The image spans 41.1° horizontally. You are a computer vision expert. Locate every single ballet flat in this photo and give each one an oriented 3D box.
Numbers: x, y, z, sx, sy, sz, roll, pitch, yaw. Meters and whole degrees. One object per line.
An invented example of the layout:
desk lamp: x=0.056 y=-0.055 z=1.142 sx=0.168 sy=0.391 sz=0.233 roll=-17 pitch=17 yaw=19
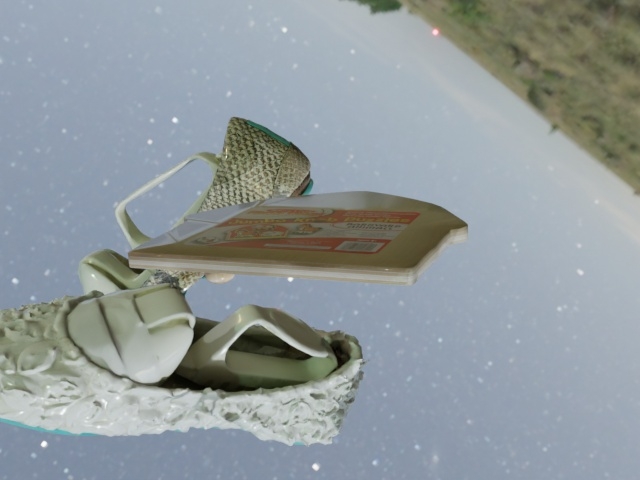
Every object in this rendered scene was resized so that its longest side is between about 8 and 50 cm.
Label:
ballet flat: x=-0.120 y=0.102 z=0.800 sx=0.409 sy=0.147 sz=0.147 roll=14 pitch=-152 yaw=-38
ballet flat: x=-0.214 y=0.022 z=1.163 sx=0.182 sy=0.483 sz=0.164 roll=37 pitch=-159 yaw=-13

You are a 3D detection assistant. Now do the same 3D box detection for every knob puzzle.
knob puzzle: x=0.000 y=0.000 z=0.552 sx=0.213 sy=0.030 sz=0.213 roll=-3 pitch=-166 yaw=1
